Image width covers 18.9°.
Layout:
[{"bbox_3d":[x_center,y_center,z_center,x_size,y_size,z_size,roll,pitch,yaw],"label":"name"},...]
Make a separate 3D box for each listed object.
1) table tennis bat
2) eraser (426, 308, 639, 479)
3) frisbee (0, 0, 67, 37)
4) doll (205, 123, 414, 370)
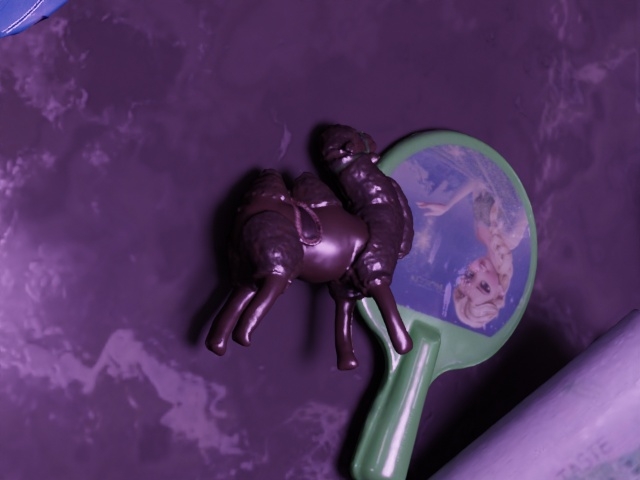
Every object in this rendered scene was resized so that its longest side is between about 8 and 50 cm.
[{"bbox_3d":[0.073,0.049,1.315,0.160,0.039,0.257,25,76,-31],"label":"table tennis bat"},{"bbox_3d":[0.177,0.178,1.317,0.227,0.081,0.174,-39,116,3],"label":"eraser"},{"bbox_3d":[-0.202,-0.231,1.077,0.242,0.045,0.242,-3,94,-39],"label":"frisbee"},{"bbox_3d":[0.000,0.000,1.237,0.139,0.057,0.165,10,70,-25],"label":"doll"}]
